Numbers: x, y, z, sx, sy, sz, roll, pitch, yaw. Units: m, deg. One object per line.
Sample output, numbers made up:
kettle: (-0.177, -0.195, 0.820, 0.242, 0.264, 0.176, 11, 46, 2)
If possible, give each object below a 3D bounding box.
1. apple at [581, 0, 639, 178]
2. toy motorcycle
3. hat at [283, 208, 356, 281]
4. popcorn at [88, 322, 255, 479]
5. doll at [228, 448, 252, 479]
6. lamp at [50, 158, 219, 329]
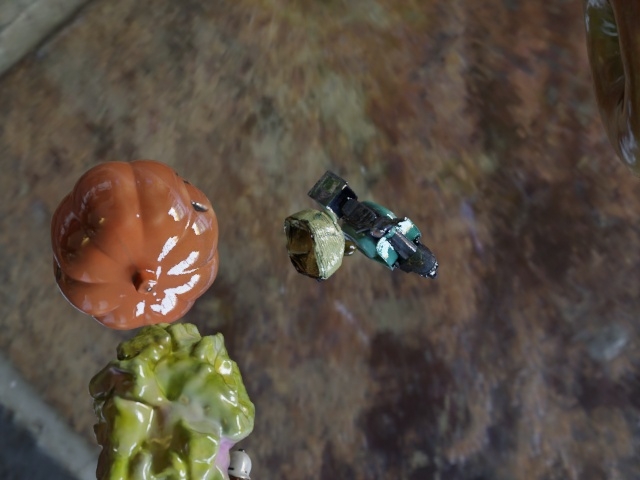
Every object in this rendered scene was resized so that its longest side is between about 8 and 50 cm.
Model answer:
apple: (0.349, -0.176, 1.213, 0.277, 0.319, 0.319, -15, 102, -11)
toy motorcycle: (0.066, -0.011, 1.739, 0.058, 0.173, 0.100, -50, 133, -5)
hat: (0.000, 0.001, 1.689, 0.059, 0.077, 0.076, -24, 111, -19)
popcorn: (-0.113, 0.132, 1.156, 0.126, 0.126, 0.145, 3, 70, -12)
doll: (-0.102, 0.227, 1.495, 0.085, 0.058, 0.040, 7, 143, -21)
lamp: (-0.199, 0.009, 1.667, 0.187, 0.164, 0.187, -7, 121, -12)
